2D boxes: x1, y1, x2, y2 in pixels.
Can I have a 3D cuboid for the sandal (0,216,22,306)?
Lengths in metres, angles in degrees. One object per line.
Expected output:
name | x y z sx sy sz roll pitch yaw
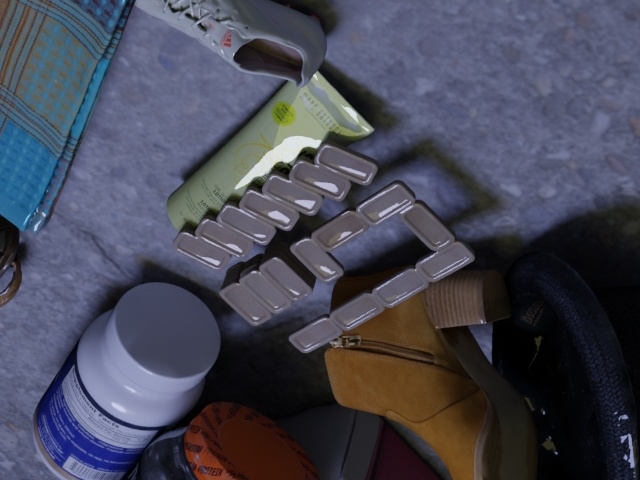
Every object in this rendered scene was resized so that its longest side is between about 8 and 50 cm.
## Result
sandal | -0.371 0.049 1.589 0.060 0.090 0.219 14 139 -23

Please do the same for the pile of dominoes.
pile of dominoes | 0.000 0.000 1.408 0.251 0.040 0.196 -31 116 31

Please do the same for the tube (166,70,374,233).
tube | -0.059 -0.080 1.380 0.070 0.062 0.240 13 143 -42

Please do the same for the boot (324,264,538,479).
boot | 0.106 0.172 1.458 0.211 0.295 0.104 -10 173 40

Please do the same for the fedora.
fedora | 0.294 0.157 1.420 0.153 0.334 0.334 -13 138 -13

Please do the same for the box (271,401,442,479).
box | 0.045 0.318 1.719 0.149 0.126 0.232 -20 127 33

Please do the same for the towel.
towel | -0.337 -0.181 1.338 0.271 0.040 0.370 31 136 -3

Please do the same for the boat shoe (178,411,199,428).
boat shoe | -0.123 0.254 1.750 0.190 0.068 0.072 18 126 -3

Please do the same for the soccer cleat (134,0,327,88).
soccer cleat | -0.088 -0.196 1.249 0.196 0.076 0.068 20 137 -5

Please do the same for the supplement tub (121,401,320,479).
supplement tub | -0.160 0.354 1.577 0.207 0.207 0.338 31 110 -17

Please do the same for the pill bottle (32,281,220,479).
pill bottle | -0.222 0.168 1.618 0.153 0.153 0.264 27 136 -12
